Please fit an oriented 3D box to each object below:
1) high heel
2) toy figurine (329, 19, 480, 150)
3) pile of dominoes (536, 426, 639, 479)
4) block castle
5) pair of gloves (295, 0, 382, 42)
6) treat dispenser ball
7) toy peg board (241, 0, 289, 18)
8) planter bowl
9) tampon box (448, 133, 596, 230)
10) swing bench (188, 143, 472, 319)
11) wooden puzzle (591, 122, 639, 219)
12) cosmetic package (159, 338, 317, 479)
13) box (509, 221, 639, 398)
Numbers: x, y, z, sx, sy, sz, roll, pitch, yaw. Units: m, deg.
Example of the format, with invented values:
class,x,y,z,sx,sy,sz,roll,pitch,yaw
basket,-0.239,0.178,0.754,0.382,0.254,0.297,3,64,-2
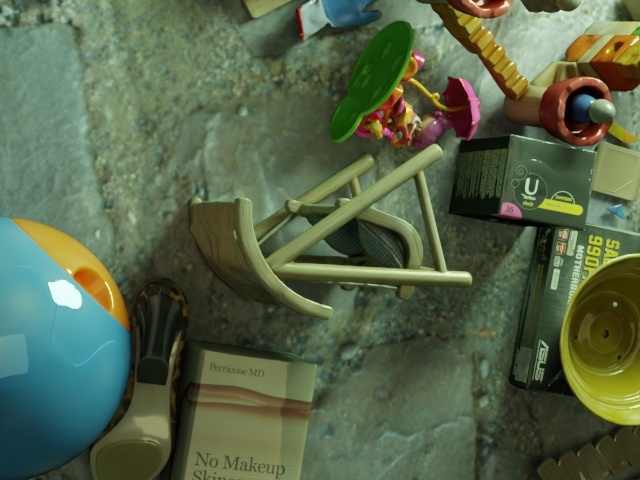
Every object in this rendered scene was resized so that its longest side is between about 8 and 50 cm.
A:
class,x,y,z,sx,sy,sz,roll,pitch,yaw
high heel,-0.213,0.180,1.628,0.093,0.186,0.261,15,122,-10
toy figurine,0.122,-0.163,1.698,0.159,0.130,0.173,27,106,-26
pile of dominoes,0.405,0.351,1.845,0.251,0.040,0.196,-18,97,-24
block castle,0.365,-0.358,1.674,0.453,0.213,0.303,-46,114,-12
pair of gloves,0.025,-0.338,1.643,0.159,0.023,0.198,-30,133,-18
treat dispenser ball,-0.346,0.117,1.461,0.288,0.288,0.288,-1,92,-17
toy peg board,-0.043,-0.378,1.644,0.161,0.079,0.161,-30,100,-14
planter bowl,0.382,0.123,1.729,0.217,0.090,0.217,-1,93,-17
tampon box,0.251,-0.072,1.704,0.120,0.161,0.101,9,90,-17
swing bench,0.000,0.000,1.581,0.254,0.253,0.165,-16,97,-15
wooden puzzle,0.400,-0.093,1.827,0.078,0.014,0.116,21,86,-12
cosmetic package,-0.108,0.277,1.623,0.153,0.129,0.296,8,89,-16
box,0.361,0.096,1.799,0.183,0.056,0.231,12,89,-17
